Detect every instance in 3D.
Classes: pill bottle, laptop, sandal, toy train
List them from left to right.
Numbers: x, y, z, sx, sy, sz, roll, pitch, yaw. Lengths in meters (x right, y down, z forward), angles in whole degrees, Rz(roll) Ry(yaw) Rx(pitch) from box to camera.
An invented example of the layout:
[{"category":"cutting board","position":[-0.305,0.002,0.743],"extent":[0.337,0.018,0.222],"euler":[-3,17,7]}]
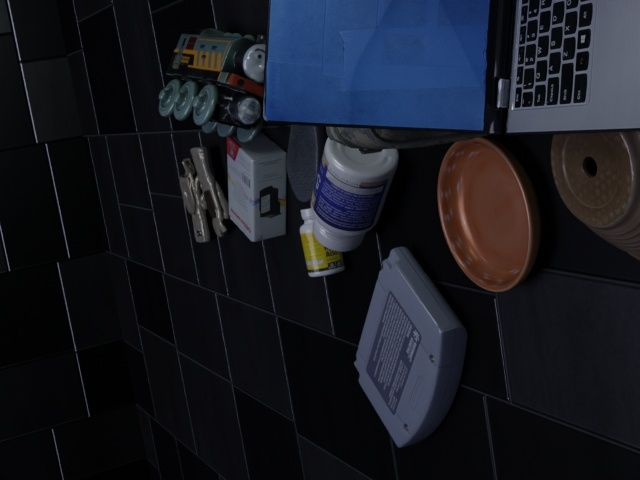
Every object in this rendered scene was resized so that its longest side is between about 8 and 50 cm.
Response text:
[{"category":"toy train","position":[-0.189,-0.295,1.878],"extent":[0.334,0.142,0.190],"euler":[21,93,59]},{"category":"sandal","position":[-0.009,-0.189,1.685],"extent":[0.097,0.054,0.255],"euler":[16,107,55]},{"category":"pill bottle","position":[0.000,0.000,1.733],"extent":[0.065,0.065,0.116],"euler":[-2,101,66]},{"category":"pill bottle","position":[0.045,-0.073,1.539],"extent":[0.112,0.112,0.187],"euler":[60,151,33]},{"category":"laptop","position":[0.124,-0.296,0.950],"extent":[0.408,0.236,0.382],"euler":[-166,78,-70]}]

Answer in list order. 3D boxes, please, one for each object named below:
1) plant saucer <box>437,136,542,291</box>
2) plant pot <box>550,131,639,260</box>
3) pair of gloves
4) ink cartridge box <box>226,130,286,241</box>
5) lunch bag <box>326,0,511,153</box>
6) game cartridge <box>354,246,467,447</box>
[{"category":"plant saucer","position":[0.216,-0.036,1.278],"extent":[0.200,0.037,0.200],"euler":[40,136,53]},{"category":"plant pot","position":[0.301,-0.080,0.981],"extent":[0.237,0.109,0.237],"euler":[44,141,52]},{"category":"pair of gloves","position":[-0.259,-0.101,2.278],"extent":[0.240,0.042,0.204],"euler":[-18,89,68]},{"category":"ink cartridge box","position":[-0.122,-0.105,1.936],"extent":[0.127,0.072,0.175],"euler":[44,141,50]},{"category":"lunch bag","position":[0.083,-0.261,1.235],"extent":[0.256,0.212,0.305],"euler":[-174,75,-68]},{"category":"game cartridge","position":[0.135,0.176,1.549],"extent":[0.294,0.060,0.196],"euler":[102,149,-45]}]
